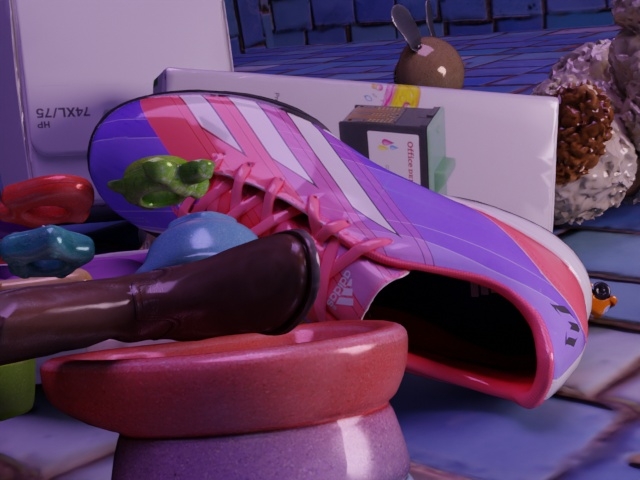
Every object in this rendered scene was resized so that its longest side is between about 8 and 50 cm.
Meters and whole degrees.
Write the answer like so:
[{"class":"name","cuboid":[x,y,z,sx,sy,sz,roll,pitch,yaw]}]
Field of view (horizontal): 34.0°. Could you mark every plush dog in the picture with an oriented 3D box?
[{"class":"plush dog","cuboid":[0.243,-0.085,0.896,0.225,0.211,0.262,-26,-10,-11]}]

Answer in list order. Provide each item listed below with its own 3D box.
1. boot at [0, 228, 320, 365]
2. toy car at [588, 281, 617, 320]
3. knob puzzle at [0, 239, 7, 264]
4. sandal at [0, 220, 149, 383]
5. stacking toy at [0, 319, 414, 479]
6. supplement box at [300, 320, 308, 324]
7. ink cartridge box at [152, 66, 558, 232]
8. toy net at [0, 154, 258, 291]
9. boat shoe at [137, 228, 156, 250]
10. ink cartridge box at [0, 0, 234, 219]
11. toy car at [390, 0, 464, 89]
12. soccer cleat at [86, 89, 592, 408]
[{"class":"boot","cuboid":[-0.070,0.023,0.375,0.114,0.037,0.106,-1,-17,-35]},{"class":"toy car","cuboid":[0.145,0.041,0.703,0.041,0.060,0.122,-58,11,-12]},{"class":"knob puzzle","cuboid":[-0.365,0.018,1.038,0.213,0.030,0.213,-8,14,2]},{"class":"sandal","cuboid":[-0.259,0.029,0.733,0.416,0.102,0.169,-6,20,25]},{"class":"stacking toy","cuboid":[-0.121,0.115,0.456,0.308,0.130,0.279,-5,-2,-18]},{"class":"supplement box","cuboid":[-0.046,0.068,0.664,0.062,0.036,0.098,-19,18,-32]},{"class":"ink cartridge box","cuboid":[0.013,-0.061,0.793,0.278,0.117,0.201,3,6,-12]},{"class":"toy net","cuboid":[-0.138,0.021,0.475,0.232,0.045,0.122,-13,-20,13]},{"class":"boat shoe","cuboid":[-0.121,0.009,0.887,0.063,0.059,0.170,4,5,-17]},{"class":"ink cartridge box","cuboid":[-0.221,-0.120,1.004,0.198,0.197,0.270,-6,-1,-29]},{"class":"toy car","cuboid":[0.112,-0.186,1.235,0.148,0.188,0.155,1,17,30]},{"class":"soccer cleat","cuboid":[0.000,0.000,0.596,0.318,0.109,0.116,23,23,7]}]
